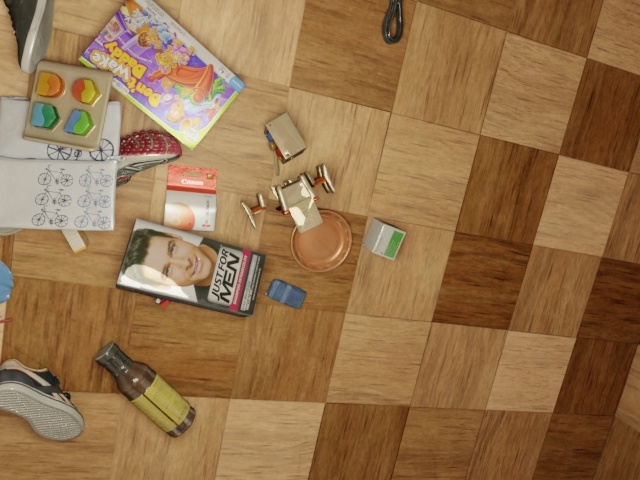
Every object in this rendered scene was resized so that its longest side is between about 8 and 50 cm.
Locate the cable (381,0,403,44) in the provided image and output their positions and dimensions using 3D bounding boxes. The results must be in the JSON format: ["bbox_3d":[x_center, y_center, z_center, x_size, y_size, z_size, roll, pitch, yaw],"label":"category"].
[{"bbox_3d":[0.209,-0.734,1.457,0.139,0.072,0.288,-27,122,-27],"label":"cable"}]

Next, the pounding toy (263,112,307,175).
[{"bbox_3d":[-0.111,-0.272,1.429,0.100,0.141,0.130,-32,95,-7],"label":"pounding toy"}]

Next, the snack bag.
[{"bbox_3d":[-0.651,-0.194,1.226,0.322,0.037,0.343,2,83,1],"label":"snack bag"}]

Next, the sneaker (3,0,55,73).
[{"bbox_3d":[-0.729,-0.557,1.186,0.146,0.104,0.296,9,94,-17],"label":"sneaker"}]

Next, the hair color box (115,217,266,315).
[{"bbox_3d":[-0.360,0.085,1.405,0.374,0.113,0.186,17,74,-20],"label":"hair color box"}]

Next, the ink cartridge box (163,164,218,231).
[{"bbox_3d":[-0.369,-0.119,1.425,0.145,0.045,0.180,4,104,-18],"label":"ink cartridge box"}]

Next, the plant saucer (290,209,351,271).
[{"bbox_3d":[0.000,0.000,1.567,0.199,0.037,0.200,-4,105,-16],"label":"plant saucer"}]

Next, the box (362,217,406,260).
[{"bbox_3d":[0.202,-0.006,1.590,0.087,0.102,0.101,20,98,-18],"label":"box"}]

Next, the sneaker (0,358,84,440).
[{"bbox_3d":[-0.783,0.448,1.407,0.126,0.127,0.321,-24,133,-3],"label":"sneaker"}]

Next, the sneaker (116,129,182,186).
[{"bbox_3d":[-0.517,-0.209,1.328,0.298,0.121,0.112,-13,134,-2],"label":"sneaker"}]

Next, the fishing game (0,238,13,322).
[{"bbox_3d":[-0.913,0.116,1.299,0.189,0.041,0.264,-12,120,-31],"label":"fishing game"}]

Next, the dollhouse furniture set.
[{"bbox_3d":[-0.077,-0.102,1.402,0.261,0.259,0.135,-26,99,-8],"label":"dollhouse furniture set"}]

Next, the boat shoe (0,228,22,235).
[{"bbox_3d":[-0.726,-0.090,1.294,0.254,0.079,0.095,-25,122,2],"label":"boat shoe"}]

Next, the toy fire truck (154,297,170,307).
[{"bbox_3d":[-0.439,0.123,1.460,0.135,0.047,0.192,-37,108,-7],"label":"toy fire truck"}]

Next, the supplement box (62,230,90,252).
[{"bbox_3d":[-0.670,-0.023,1.349,0.036,0.062,0.099,-24,109,-9],"label":"supplement box"}]

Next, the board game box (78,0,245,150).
[{"bbox_3d":[-0.408,-0.441,1.317,0.347,0.078,0.233,39,91,-21],"label":"board game box"}]

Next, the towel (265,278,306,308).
[{"bbox_3d":[-0.109,0.169,1.579,0.119,0.029,0.067,26,95,-20],"label":"towel"}]

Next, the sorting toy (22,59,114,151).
[{"bbox_3d":[-0.615,-0.331,1.206,0.192,0.038,0.209,10,85,4],"label":"sorting toy"}]

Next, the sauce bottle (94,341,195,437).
[{"bbox_3d":[-0.520,0.441,1.481,0.111,0.111,0.344,-38,110,-5],"label":"sauce bottle"}]
